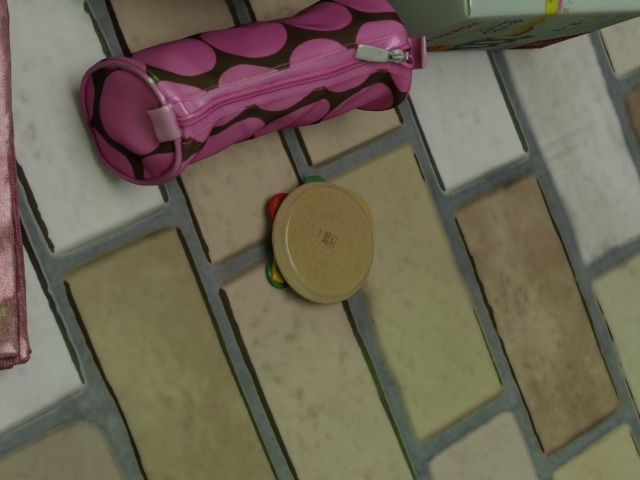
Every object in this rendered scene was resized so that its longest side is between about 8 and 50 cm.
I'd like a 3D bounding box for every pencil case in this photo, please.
[{"bbox_3d":[-0.038,-0.097,1.077,0.209,0.098,0.095,-23,119,-34],"label":"pencil case"}]

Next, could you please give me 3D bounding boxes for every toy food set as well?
[{"bbox_3d":[0.000,0.000,1.140,0.082,0.020,0.083,18,73,-32],"label":"toy food set"}]

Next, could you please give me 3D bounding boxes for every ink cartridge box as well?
[{"bbox_3d":[0.116,-0.200,1.187,0.176,0.128,0.127,-6,87,-35],"label":"ink cartridge box"}]

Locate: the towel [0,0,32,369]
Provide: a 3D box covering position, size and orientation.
[{"bbox_3d":[-0.308,-0.041,0.914,0.329,0.037,0.237,-2,83,-36],"label":"towel"}]
